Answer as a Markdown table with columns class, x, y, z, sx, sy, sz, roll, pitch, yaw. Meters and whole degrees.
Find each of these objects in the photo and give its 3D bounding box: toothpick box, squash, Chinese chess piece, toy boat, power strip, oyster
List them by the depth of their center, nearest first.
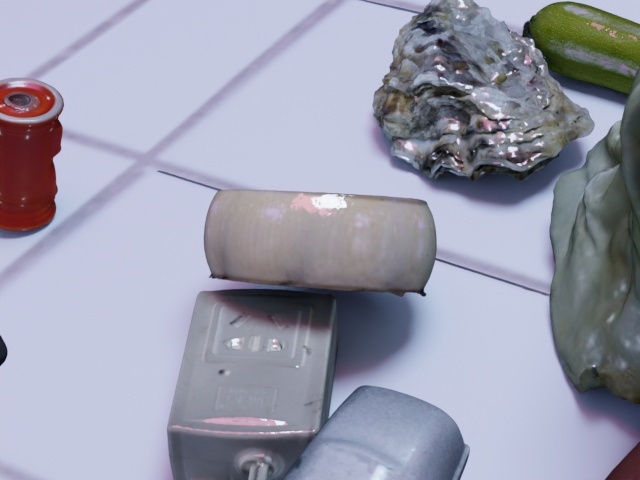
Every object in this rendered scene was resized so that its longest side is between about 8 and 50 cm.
| class | x | y | z | sx | sy | sz | roll | pitch | yaw |
| --- | --- | --- | --- | --- | --- | --- | --- | --- | --- |
| toy boat | -0.018 | 0.173 | 0.652 | 0.078 | 0.085 | 0.260 | 16 | 52 | 25 |
| power strip | -0.033 | 0.085 | 0.791 | 0.075 | 0.042 | 0.175 | 1 | 37 | 4 |
| Chinese chess piece | 0.000 | 0.000 | 0.852 | 0.122 | 0.051 | 0.122 | 5 | 0 | 0 |
| toothpick box | -0.174 | -0.048 | 0.948 | 0.047 | 0.083 | 0.047 | 6 | 38 | -5 |
| oyster | 0.092 | -0.094 | 1.010 | 0.125 | 0.064 | 0.177 | -20 | 41 | -28 |
| squash | 0.209 | -0.111 | 1.030 | 0.183 | 0.052 | 0.052 | 23 | 44 | 33 |

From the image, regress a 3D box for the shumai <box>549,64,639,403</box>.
| class | x | y | z | sx | sy | sz | roll | pitch | yaw |
| --- | --- | --- | --- | --- | --- | --- | --- | --- | --- |
| shumai | 0.201 | -0.023 | 0.762 | 0.288 | 0.292 | 0.330 | -20 | 13 | 35 |

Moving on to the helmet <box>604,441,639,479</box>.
| class | x | y | z | sx | sy | sz | roll | pitch | yaw |
| --- | --- | --- | --- | --- | --- | --- | --- | --- | --- |
| helmet | 0.204 | 0.152 | 0.531 | 0.338 | 0.230 | 0.385 | -7 | 38 | -4 |

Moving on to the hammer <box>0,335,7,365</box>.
| class | x | y | z | sx | sy | sz | roll | pitch | yaw |
| --- | --- | --- | --- | --- | --- | --- | --- | --- | --- |
| hammer | -0.102 | 0.215 | 0.568 | 0.168 | 0.044 | 0.440 | -49 | 49 | 13 |
